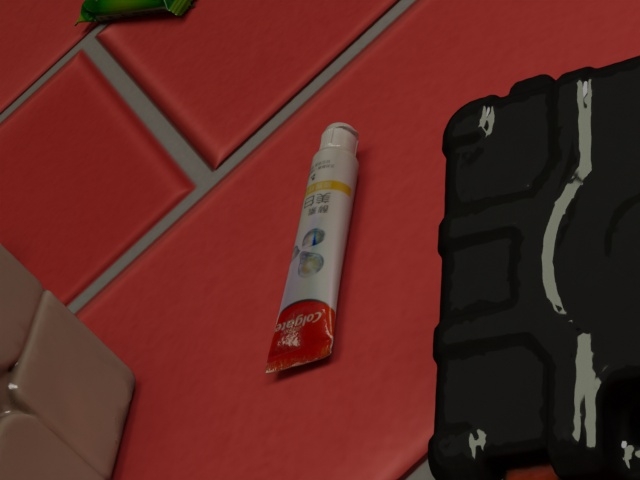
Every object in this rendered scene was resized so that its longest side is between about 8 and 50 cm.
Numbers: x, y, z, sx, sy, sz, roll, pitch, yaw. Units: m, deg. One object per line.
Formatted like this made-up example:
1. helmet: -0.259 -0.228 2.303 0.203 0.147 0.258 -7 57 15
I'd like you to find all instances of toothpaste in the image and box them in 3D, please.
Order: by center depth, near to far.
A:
1. toothpaste: 0.000 0.000 0.918 0.048 0.031 0.190 -18 42 29

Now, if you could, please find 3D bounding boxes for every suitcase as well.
1. suitcase: 0.176 0.003 0.631 0.285 0.066 0.206 -14 61 37

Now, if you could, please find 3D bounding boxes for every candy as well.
1. candy: -0.161 -0.244 1.386 0.178 0.032 0.102 6 56 51

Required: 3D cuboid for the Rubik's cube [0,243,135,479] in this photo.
1. Rubik's cube: -0.322 0.141 0.849 0.290 0.292 0.291 -26 34 25
